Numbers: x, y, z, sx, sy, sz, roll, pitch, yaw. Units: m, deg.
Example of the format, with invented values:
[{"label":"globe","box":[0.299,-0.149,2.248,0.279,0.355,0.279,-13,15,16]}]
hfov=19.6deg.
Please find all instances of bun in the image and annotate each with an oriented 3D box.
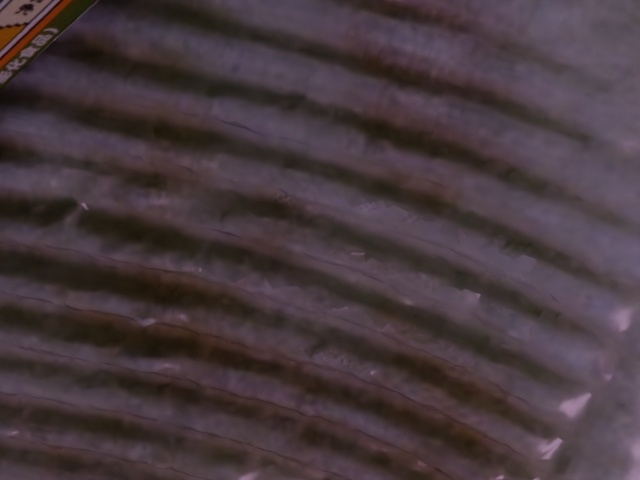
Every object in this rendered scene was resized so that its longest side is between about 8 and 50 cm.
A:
[{"label":"bun","box":[0.000,0.000,0.676,0.362,0.362,0.211,-33,-177,18]}]

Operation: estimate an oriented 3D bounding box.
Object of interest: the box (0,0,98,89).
[{"label":"box","box":[-0.165,-0.118,0.529,0.195,0.148,0.177,-38,144,25]}]
